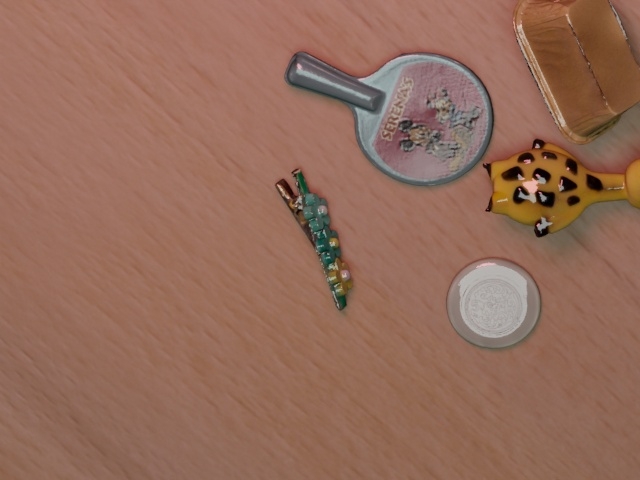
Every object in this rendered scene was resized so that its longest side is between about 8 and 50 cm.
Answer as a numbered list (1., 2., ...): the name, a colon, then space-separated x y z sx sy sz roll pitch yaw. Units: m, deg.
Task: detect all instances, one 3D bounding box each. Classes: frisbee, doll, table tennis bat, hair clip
1. frisbee: 0.201 0.074 1.965 0.110 0.014 0.110 1 105 5
2. doll: 0.327 -0.062 1.884 0.291 0.086 0.117 -2 75 4
3. table tennis bat: 0.077 -0.153 1.910 0.244 0.040 0.153 22 106 -6
4. hair clip: 0.000 0.000 1.947 0.049 0.049 0.173 -23 100 10

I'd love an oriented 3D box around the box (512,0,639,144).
1. box: 0.280 -0.196 1.847 0.111 0.111 0.177 -24 101 10
